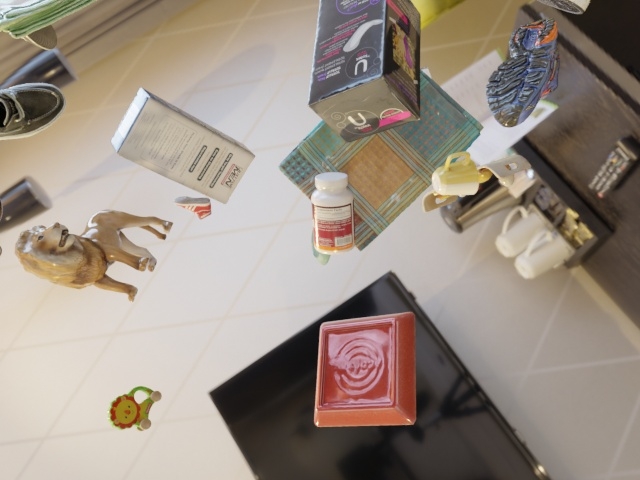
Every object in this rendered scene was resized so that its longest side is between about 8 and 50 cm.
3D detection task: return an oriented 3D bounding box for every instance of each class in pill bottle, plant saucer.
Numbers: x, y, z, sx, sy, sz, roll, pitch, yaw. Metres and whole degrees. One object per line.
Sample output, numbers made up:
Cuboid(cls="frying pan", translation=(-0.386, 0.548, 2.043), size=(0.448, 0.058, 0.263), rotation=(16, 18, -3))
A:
Cuboid(cls="pill bottle", translation=(0.025, -0.056, 1.140), size=(0.086, 0.086, 0.152), rotation=(-134, 38, -63))
Cuboid(cls="plant saucer", translation=(0.094, 0.297, 1.335), size=(0.047, 0.258, 0.259), rotation=(38, -132, -50))
Cuboid(cls="plant saucer", translation=(0.000, 0.000, 1.372), size=(0.119, 0.021, 0.119), rotation=(-179, 90, -72))

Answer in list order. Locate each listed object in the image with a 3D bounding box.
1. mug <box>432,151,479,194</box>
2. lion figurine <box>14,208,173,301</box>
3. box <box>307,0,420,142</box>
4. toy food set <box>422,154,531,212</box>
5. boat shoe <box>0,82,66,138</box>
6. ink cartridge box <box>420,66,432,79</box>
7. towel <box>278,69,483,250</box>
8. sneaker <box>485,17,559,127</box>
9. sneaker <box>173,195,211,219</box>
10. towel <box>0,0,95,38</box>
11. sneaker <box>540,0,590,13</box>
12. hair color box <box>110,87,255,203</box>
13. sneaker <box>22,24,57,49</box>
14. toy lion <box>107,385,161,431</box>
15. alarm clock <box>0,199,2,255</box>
Cuboid(cls="mug", translation=(0.224, -0.111, 0.965), size=(0.062, 0.064, 0.078), rotation=(-135, 36, -74))
Cuboid(cls="lion figurine", translation=(-0.489, 0.008, 1.271), size=(0.240, 0.142, 0.392), rotation=(21, -168, -8))
Cuboid(cls="box", translation=(0.090, -0.351, 1.091), size=(0.143, 0.165, 0.270), rotation=(34, -127, -46))
Cuboid(cls="toy food set", translation=(0.502, -0.175, 1.852), size=(0.306, 0.219, 0.092), rotation=(-28, 85, 46))
Cuboid(cls="boat shoe", translation=(-0.747, -0.293, 1.337), size=(0.119, 0.335, 0.121), rotation=(-7, 112, 48))
Cuboid(cls="ink cartridge box", translation=(0.326, -0.427, 1.820), size=(0.218, 0.092, 0.159), rotation=(36, -143, -74))
Cuboid(cls="towel", translation=(0.125, -0.198, 1.216), size=(0.271, 0.370, 0.040), rotation=(46, -177, 8))
Cuboid(cls="sneaker", translation=(0.304, -0.230, 0.814), size=(0.083, 0.221, 0.087), rotation=(-1, 134, 43))
Cuboid(cls="sneaker", translation=(-0.394, -0.101, 1.768), size=(0.042, 0.118, 0.067), rotation=(-75, -15, -47))
Cuboid(cls="towel", translation=(-0.393, -0.417, 0.824), size=(0.325, 0.248, 0.038), rotation=(46, 163, 33))
Cuboid(cls="sneaker", translation=(0.494, -0.588, 1.168), size=(0.123, 0.178, 0.295), rotation=(19, -154, -25))
Cuboid(cls="hair color box", translation=(-0.373, -0.252, 1.572), size=(0.347, 0.174, 0.105), rotation=(26, -167, -39))
Cuboid(cls="sneaker", translation=(-0.863, -0.628, 1.616), size=(0.118, 0.083, 0.222), rotation=(11, 160, 39))
Cuboid(cls="toy lion", translation=(-0.400, 0.355, 1.211), size=(0.096, 0.100, 0.034), rotation=(33, 141, -25))
Cuboid(cls="alarm clock", translation=(-0.708, -0.046, 1.155), size=(0.064, 0.129, 0.192), rotation=(-9, 110, 54))
